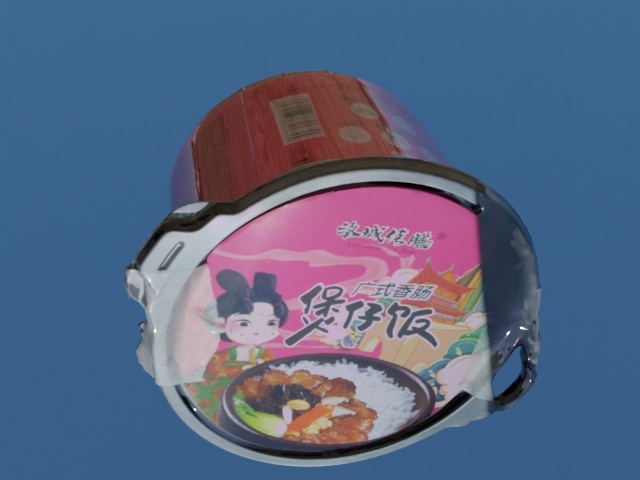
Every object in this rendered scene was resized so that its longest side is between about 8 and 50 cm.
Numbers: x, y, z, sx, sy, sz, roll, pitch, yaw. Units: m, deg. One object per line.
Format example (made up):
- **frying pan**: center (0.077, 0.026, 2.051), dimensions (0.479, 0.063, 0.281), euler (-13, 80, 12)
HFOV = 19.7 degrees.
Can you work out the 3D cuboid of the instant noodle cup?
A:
- **instant noodle cup**: center (0.000, 0.000, 1.247), dimensions (0.258, 0.302, 0.181), euler (-41, -143, 19)
